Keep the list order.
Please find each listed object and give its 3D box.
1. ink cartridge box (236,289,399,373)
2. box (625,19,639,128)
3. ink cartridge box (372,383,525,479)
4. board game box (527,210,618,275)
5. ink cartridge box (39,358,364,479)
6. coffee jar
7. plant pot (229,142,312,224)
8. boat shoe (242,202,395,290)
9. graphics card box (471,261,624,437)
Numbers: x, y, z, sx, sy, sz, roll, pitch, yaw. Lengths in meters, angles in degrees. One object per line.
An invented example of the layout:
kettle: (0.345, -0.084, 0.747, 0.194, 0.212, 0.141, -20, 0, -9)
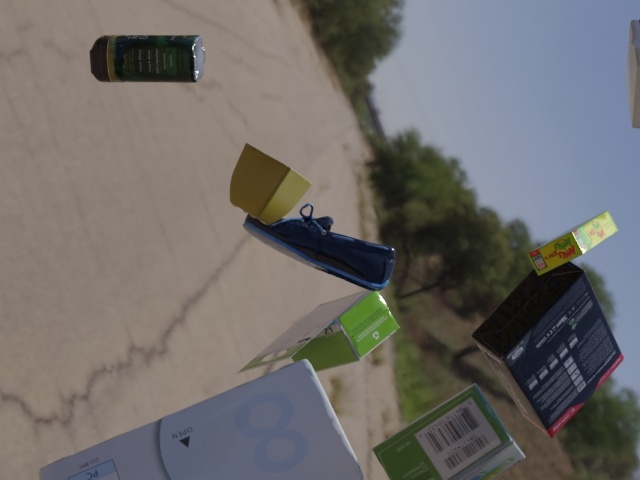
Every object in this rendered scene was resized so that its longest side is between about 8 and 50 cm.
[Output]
ink cartridge box: (-0.006, 0.204, 2.255, 0.188, 0.255, 0.097, -22, -78, 51)
box: (0.604, -0.278, 1.983, 0.181, 0.181, 0.119, -76, 164, -54)
ink cartridge box: (0.126, 0.202, 1.114, 0.062, 0.109, 0.209, 58, 3, 20)
board game box: (0.438, 0.003, 2.068, 0.181, 0.092, 0.043, -23, 83, -55)
ink cartridge box: (-0.080, 0.336, 1.182, 0.091, 0.308, 0.385, 81, -15, -51)
coffee jar: (-0.292, -0.307, 2.018, 0.096, 0.184, 0.079, -74, 164, -72)
plant pot: (-0.076, -0.070, 1.635, 0.081, 0.083, 0.081, 30, -1, 26)
boat shoe: (0.000, 0.000, 1.989, 0.109, 0.258, 0.089, 150, -36, -80)
graphics card box: (0.449, 0.208, 2.326, 0.094, 0.233, 0.371, 39, -8, 39)
